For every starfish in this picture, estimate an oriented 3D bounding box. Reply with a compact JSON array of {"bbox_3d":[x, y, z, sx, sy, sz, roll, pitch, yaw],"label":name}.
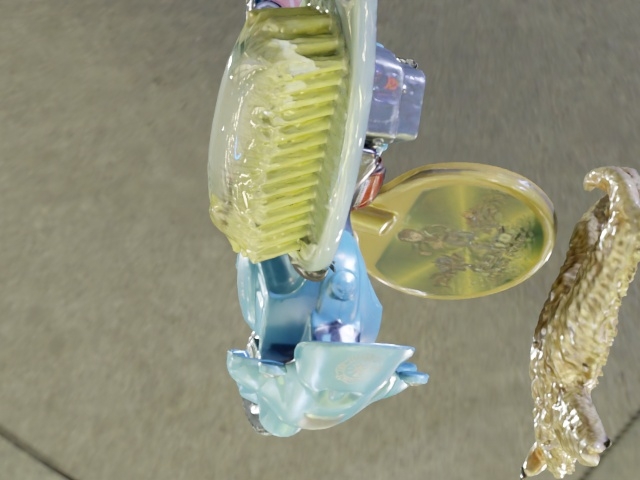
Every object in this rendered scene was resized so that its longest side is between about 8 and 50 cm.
[{"bbox_3d":[0.245,0.083,1.520,0.082,0.432,0.324,10,85,8],"label":"starfish"}]

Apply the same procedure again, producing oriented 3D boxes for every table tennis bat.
[{"bbox_3d":[0.083,-0.021,1.595,0.320,0.050,0.198,14,139,-19],"label":"table tennis bat"}]

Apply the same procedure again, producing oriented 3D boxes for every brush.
[{"bbox_3d":[-0.008,-0.091,0.652,0.060,0.068,0.297,-10,138,-23],"label":"brush"}]

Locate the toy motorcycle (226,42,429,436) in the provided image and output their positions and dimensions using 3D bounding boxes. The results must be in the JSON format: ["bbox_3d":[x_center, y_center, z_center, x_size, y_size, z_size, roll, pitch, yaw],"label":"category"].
[{"bbox_3d":[0.000,0.000,0.998,0.123,0.182,0.272,6,95,-25],"label":"toy motorcycle"}]

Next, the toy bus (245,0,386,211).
[{"bbox_3d":[-0.010,-0.128,1.330,0.096,0.073,0.235,-5,61,-14],"label":"toy bus"}]
